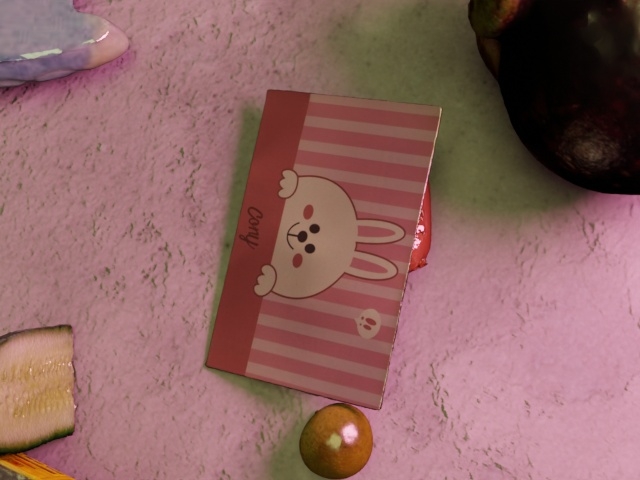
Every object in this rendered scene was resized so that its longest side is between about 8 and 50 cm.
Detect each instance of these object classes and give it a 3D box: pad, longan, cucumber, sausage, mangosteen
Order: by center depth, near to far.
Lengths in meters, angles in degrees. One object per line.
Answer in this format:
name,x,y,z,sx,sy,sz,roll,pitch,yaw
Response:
mangosteen,0.289,-0.203,0.873,0.296,0.297,0.314,-30,115,-3
cucumber,-0.296,0.138,0.876,0.063,0.244,0.115,-8,84,6
longan,0.012,0.192,0.930,0.075,0.075,0.083,-43,36,-6
pad,0.000,0.000,0.952,0.202,0.005,0.300,10,84,26
sausage,0.077,-0.030,0.968,0.076,0.076,0.141,-2,74,4

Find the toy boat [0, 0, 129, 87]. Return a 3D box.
toy boat,-0.376,-0.255,1.050,0.329,0.123,0.215,-6,72,-9

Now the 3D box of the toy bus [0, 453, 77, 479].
toy bus,-0.300,0.266,0.888,0.330,0.152,0.144,23,85,11
